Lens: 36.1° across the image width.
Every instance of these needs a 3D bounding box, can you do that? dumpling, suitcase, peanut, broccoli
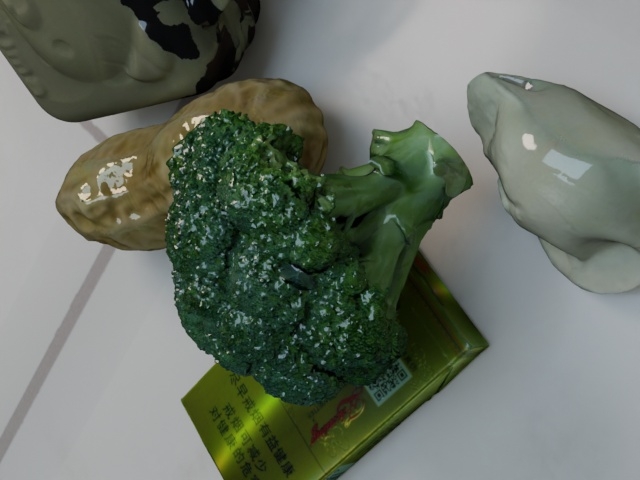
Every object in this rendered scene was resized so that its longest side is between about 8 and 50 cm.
[{"bbox_3d":[0.201,-0.045,0.802,0.229,0.124,0.151,46,148,33],"label":"dumpling"},{"bbox_3d":[-0.218,-0.296,0.966,0.339,0.352,0.194,-6,39,33],"label":"suitcase"},{"bbox_3d":[-0.136,-0.068,1.003,0.325,0.153,0.140,-16,96,25],"label":"peanut"},{"bbox_3d":[0.000,0.000,0.816,0.270,0.270,0.270,-34,65,-5],"label":"broccoli"}]

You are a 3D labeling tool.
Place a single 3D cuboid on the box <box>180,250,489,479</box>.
[{"bbox_3d":[0.001,0.132,0.961,0.311,0.043,0.173,-47,63,24],"label":"box"}]
